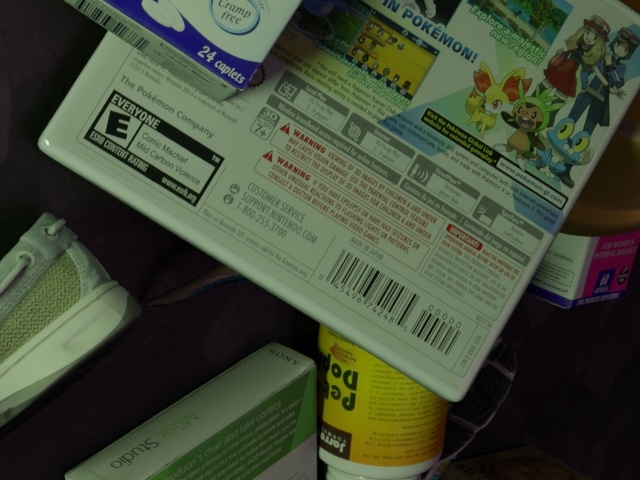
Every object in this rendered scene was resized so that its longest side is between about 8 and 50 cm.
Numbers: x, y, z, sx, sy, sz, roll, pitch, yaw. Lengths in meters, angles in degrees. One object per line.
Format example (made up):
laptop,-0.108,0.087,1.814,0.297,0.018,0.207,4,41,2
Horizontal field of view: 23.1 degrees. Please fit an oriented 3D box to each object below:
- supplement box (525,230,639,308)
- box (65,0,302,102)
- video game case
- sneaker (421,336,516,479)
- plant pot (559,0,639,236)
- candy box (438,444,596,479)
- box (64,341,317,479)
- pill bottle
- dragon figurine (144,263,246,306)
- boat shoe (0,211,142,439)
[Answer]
supplement box,0.248,-0.058,1.499,0.111,0.114,0.220,-6,114,-50
box,-0.072,-0.178,0.979,0.126,0.072,0.137,33,80,-12
video game case,0.029,-0.101,1.055,0.300,0.329,0.036,-59,-172,-9
sneaker,0.080,0.194,1.468,0.275,0.107,0.110,-51,163,-13
plant pot,0.236,-0.138,1.235,0.254,0.254,0.239,-62,180,-5
candy box,0.285,0.321,1.597,0.183,0.316,0.087,-1,112,-53
box,-0.096,0.269,1.294,0.232,0.058,0.322,-30,134,-40
pill bottle,0.053,0.121,1.333,0.117,0.117,0.215,-17,119,-47
dragon figurine,0.000,0.000,1.228,0.289,0.085,0.144,-47,141,-27
boat shoe,-0.254,0.097,0.950,0.320,0.103,0.118,-36,175,-31
